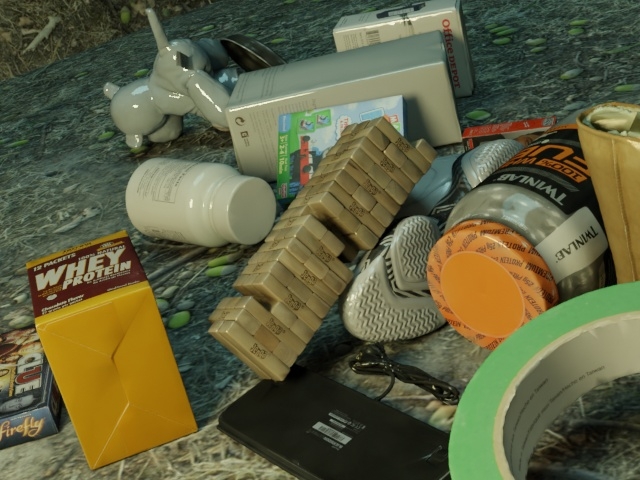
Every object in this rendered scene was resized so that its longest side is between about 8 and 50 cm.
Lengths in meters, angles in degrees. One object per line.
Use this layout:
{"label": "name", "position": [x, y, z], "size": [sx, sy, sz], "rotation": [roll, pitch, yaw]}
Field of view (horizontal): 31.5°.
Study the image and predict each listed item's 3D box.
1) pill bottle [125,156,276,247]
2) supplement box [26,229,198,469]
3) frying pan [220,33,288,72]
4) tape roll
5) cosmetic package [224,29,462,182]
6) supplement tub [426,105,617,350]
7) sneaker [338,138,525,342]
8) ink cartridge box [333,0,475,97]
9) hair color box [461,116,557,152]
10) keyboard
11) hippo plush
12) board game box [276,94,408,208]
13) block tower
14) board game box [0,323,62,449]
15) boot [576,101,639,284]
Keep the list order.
{"label": "pill bottle", "position": [-0.183, -0.057, 1.751], "size": [0.229, 0.131, 0.131], "rotation": [9, 33, 42]}
{"label": "supplement box", "position": [-0.245, 0.120, 1.321], "size": [0.129, 0.191, 0.194], "rotation": [-19, 23, -10]}
{"label": "frying pan", "position": [-0.087, -0.340, 2.254], "size": [0.053, 0.197, 0.326], "rotation": [-55, 32, -7]}
{"label": "tape roll", "position": [0.270, 0.169, 0.954], "size": [0.321, 0.077, 0.321], "rotation": [-18, 36, 14]}
{"label": "cosmetic package", "position": [0.045, -0.234, 1.985], "size": [0.385, 0.156, 0.217], "rotation": [-9, 24, 10]}
{"label": "supplement tub", "position": [0.272, -0.014, 1.313], "size": [0.193, 0.193, 0.316], "rotation": [7, 32, 41]}
{"label": "sneaker", "position": [0.110, 0.002, 1.460], "size": [0.210, 0.137, 0.366], "rotation": [-3, 33, 51]}
{"label": "ink cartridge box", "position": [0.162, -0.349, 2.141], "size": [0.237, 0.172, 0.100], "rotation": [-8, 25, 16]}
{"label": "hair color box", "position": [0.293, -0.141, 1.731], "size": [0.141, 0.072, 0.043], "rotation": [-7, 24, 19]}
{"label": "keyboard", "position": [0.045, 0.190, 1.200], "size": [0.201, 0.033, 0.317], "rotation": [-35, 31, -26]}
{"label": "hippo plush", "position": [-0.285, -0.263, 2.219], "size": [0.236, 0.234, 0.294], "rotation": [-37, -16, 18]}
{"label": "board game box", "position": [0.036, -0.142, 1.818], "size": [0.211, 0.039, 0.160], "rotation": [-8, 63, 15]}
{"label": "block tower", "position": [0.000, 0.000, 1.330], "size": [0.335, 0.097, 0.091], "rotation": [-53, 19, -20]}
{"label": "board game box", "position": [-0.411, 0.189, 1.453], "size": [0.165, 0.042, 0.243], "rotation": [-16, 24, -3]}
{"label": "boot", "position": [0.350, 0.016, 1.104], "size": [0.089, 0.269, 0.236], "rotation": [-26, 26, -23]}
